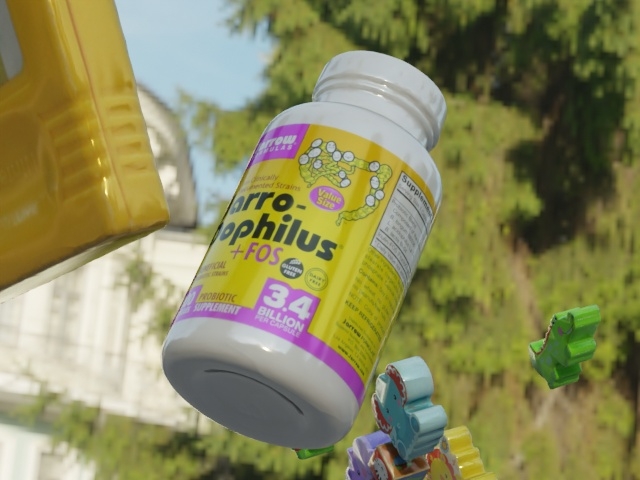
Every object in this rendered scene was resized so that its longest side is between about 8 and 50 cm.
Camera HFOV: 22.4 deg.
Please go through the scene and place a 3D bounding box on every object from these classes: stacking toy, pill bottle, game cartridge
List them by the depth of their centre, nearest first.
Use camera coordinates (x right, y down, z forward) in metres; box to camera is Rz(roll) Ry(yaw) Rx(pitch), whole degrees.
[{"bbox_3d":[0.000,0.000,0.350,0.043,0.083,0.043,18,-29,10],"label":"pill bottle"},{"bbox_3d":[0.038,0.107,0.872,0.167,0.052,0.221,-14,-30,-25],"label":"stacking toy"},{"bbox_3d":[-0.214,-0.125,0.898,0.052,0.324,0.285,-10,-8,-40],"label":"game cartridge"}]
